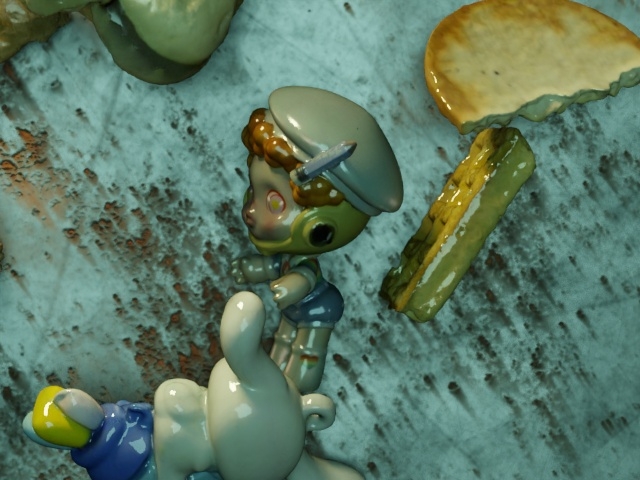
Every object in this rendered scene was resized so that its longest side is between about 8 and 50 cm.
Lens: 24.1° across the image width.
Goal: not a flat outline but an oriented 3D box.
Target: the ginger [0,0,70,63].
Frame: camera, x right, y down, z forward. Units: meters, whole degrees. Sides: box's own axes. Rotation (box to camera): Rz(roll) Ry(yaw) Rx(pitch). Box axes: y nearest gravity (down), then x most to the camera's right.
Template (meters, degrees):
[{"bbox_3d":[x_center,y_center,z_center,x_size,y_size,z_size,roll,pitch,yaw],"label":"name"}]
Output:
[{"bbox_3d":[-0.405,-0.280,1.922,0.165,0.067,0.096,-35,114,-1],"label":"ginger"}]

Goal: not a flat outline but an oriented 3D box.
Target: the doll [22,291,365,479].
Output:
[{"bbox_3d":[-0.157,0.241,1.871,0.366,0.187,0.376,-16,113,11],"label":"doll"}]

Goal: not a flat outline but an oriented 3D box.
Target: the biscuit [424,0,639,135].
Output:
[{"bbox_3d":[0.255,-0.232,1.897,0.309,0.040,0.204,-19,54,-24],"label":"biscuit"}]

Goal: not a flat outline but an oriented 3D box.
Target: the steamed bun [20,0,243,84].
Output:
[{"bbox_3d":[-0.251,-0.383,1.835,0.372,0.230,0.324,36,66,-32],"label":"steamed bun"}]

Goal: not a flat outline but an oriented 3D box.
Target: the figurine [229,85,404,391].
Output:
[{"bbox_3d":[-0.012,-0.006,1.918,0.205,0.224,0.381,0,117,-23],"label":"figurine"}]

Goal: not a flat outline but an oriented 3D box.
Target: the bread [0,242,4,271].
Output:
[{"bbox_3d":[-0.525,-0.039,1.888,0.204,0.156,0.288,-28,95,7],"label":"bread"}]

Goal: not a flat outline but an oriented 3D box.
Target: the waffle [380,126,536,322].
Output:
[{"bbox_3d":[0.173,-0.019,1.900,0.057,0.168,0.274,34,89,-8],"label":"waffle"}]
